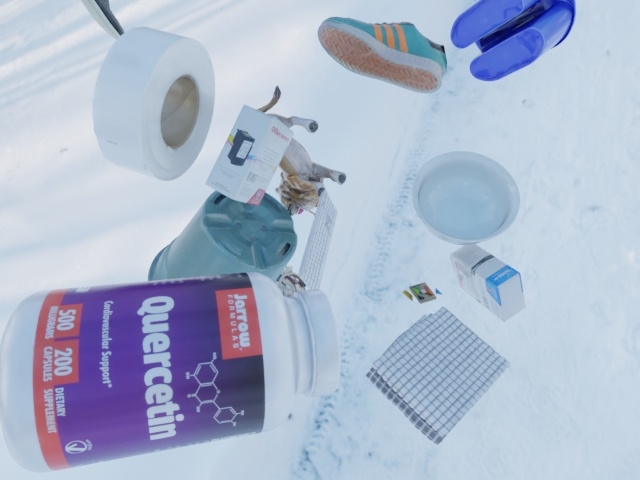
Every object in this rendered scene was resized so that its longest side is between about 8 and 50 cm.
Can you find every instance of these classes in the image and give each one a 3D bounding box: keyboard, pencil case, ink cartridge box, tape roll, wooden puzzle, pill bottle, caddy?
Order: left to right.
[{"bbox_3d":[-0.319,-0.266,0.962,0.100,0.286,0.286,18,57,8],"label":"tape roll"},{"bbox_3d":[-0.149,0.131,0.534,0.323,0.181,0.181,-5,40,-16],"label":"pill bottle"},{"bbox_3d":[-0.139,-0.167,0.975,0.072,0.127,0.175,29,95,15],"label":"ink cartridge box"},{"bbox_3d":[-0.239,0.221,1.938,0.410,0.160,0.183,-14,72,40],"label":"pencil case"},{"bbox_3d":[0.000,0.000,1.015,0.014,0.072,0.256,-15,40,29],"label":"keyboard"},{"bbox_3d":[0.332,0.169,1.570,0.116,0.014,0.078,-18,50,-24],"label":"wooden puzzle"},{"bbox_3d":[0.483,0.115,1.403,0.086,0.148,0.203,-31,36,-8],"label":"ink cartridge box"},{"bbox_3d":[0.540,-0.612,1.367,0.179,0.241,0.341,-41,13,-20],"label":"caddy"}]

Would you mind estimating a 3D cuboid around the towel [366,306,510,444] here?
[{"bbox_3d":[0.287,0.322,1.194,0.284,0.121,0.235,-31,60,-34],"label":"towel"}]

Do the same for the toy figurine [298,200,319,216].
[{"bbox_3d":[-0.013,-0.113,1.727,0.173,0.159,0.130,-55,16,-27],"label":"toy figurine"}]

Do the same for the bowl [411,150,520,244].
[{"bbox_3d":[0.404,-0.101,1.395,0.298,0.134,0.297,-1,65,2],"label":"bowl"}]

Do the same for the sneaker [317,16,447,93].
[{"bbox_3d":[0.144,-0.443,1.100,0.302,0.108,0.121,21,65,-7],"label":"sneaker"}]

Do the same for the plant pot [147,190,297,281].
[{"bbox_3d":[-0.244,0.047,1.292,0.334,0.341,0.341,-46,27,43],"label":"plant pot"}]

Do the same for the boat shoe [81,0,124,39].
[{"bbox_3d":[-0.515,-0.574,1.098,0.079,0.233,0.084,-43,41,-18],"label":"boat shoe"}]

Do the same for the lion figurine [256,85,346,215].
[{"bbox_3d":[-0.086,-0.223,1.251,0.142,0.392,0.240,-42,37,-22],"label":"lion figurine"}]
